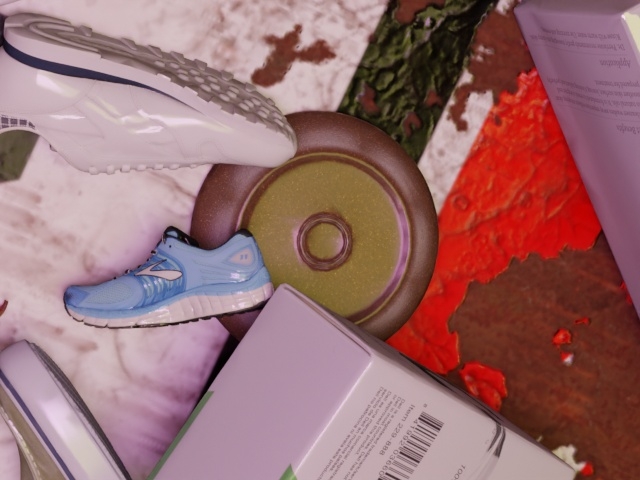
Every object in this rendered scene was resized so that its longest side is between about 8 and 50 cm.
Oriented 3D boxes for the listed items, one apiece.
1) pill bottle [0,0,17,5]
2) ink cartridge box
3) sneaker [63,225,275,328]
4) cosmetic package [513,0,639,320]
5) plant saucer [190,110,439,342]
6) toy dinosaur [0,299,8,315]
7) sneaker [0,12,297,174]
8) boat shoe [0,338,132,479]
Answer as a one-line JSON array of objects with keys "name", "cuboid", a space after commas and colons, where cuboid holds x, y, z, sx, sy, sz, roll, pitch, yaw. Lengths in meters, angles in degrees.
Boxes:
[{"name": "pill bottle", "cuboid": [-0.270, -0.330, 1.128, 0.204, 0.204, 0.361, -18, 109, -13]}, {"name": "ink cartridge box", "cuboid": [0.031, 0.192, 1.348, 0.289, 0.121, 0.211, 34, 92, -45]}, {"name": "sneaker", "cuboid": [-0.115, 0.027, 1.332, 0.162, 0.063, 0.073, -9, 86, 11]}, {"name": "cosmetic package", "cuboid": [0.316, -0.036, 1.371, 0.156, 0.217, 0.385, -28, 106, -10]}, {"name": "plant saucer", "cuboid": [0.000, 0.000, 1.368, 0.198, 0.036, 0.199, -1, 95, -13]}, {"name": "toy dinosaur", "cuboid": [-0.289, 0.072, 1.320, 0.082, 0.047, 0.090, 26, 61, -13]}, {"name": "sneaker", "cuboid": [-0.132, -0.089, 1.305, 0.235, 0.090, 0.095, 17, 107, -15]}, {"name": "boat shoe", "cuboid": [-0.178, 0.214, 1.345, 0.094, 0.109, 0.302, -30, 113, -7]}]
